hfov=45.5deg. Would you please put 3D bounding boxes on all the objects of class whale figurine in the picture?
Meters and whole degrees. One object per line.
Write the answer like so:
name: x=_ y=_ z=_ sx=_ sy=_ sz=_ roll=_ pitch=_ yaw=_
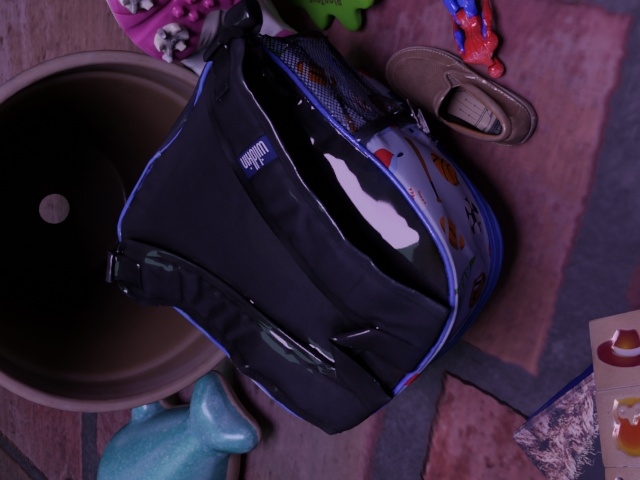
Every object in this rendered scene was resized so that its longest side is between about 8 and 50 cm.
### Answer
whale figurine: x=-0.174 y=0.269 z=0.910 sx=0.216 sy=0.141 sz=0.272 roll=53 pitch=132 yaw=16

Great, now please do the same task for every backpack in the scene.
backpack: x=0.000 y=0.000 z=0.599 sx=0.263 sy=0.213 sz=0.276 roll=50 pitch=129 yaw=17

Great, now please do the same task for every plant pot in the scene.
plant pot: x=-0.245 y=-0.023 z=0.790 sx=0.280 sy=0.323 sz=0.322 roll=15 pitch=116 yaw=57

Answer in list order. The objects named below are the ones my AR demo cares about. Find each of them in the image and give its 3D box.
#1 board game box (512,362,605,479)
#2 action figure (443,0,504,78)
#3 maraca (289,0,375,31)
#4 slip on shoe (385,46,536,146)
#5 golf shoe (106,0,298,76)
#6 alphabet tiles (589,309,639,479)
board game box: x=0.303 y=0.145 z=0.426 sx=0.291 sy=0.141 sz=0.232 roll=50 pitch=132 yaw=18
action figure: x=0.108 y=-0.174 z=0.572 sx=0.038 sy=0.030 sz=0.115 roll=-23 pitch=93 yaw=50
maraca: x=-0.014 y=-0.254 z=0.612 sx=0.127 sy=0.099 sz=0.185 roll=24 pitch=145 yaw=49
slip on shoe: x=0.100 y=-0.111 z=0.592 sx=0.135 sy=0.041 sz=0.051 roll=38 pitch=127 yaw=27
golf shoe: x=-0.102 y=-0.202 z=0.599 sx=0.115 sy=0.306 sz=0.140 roll=-34 pitch=66 yaw=3
alphabet tiles: x=0.219 y=0.070 z=0.314 sx=0.237 sy=0.009 sz=0.198 roll=-24 pitch=60 yaw=50
